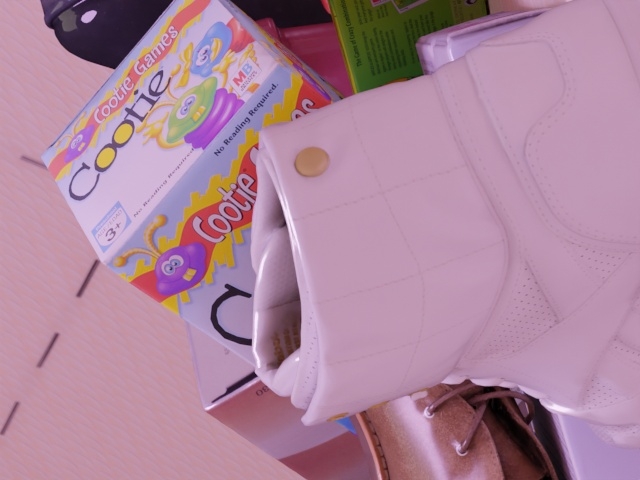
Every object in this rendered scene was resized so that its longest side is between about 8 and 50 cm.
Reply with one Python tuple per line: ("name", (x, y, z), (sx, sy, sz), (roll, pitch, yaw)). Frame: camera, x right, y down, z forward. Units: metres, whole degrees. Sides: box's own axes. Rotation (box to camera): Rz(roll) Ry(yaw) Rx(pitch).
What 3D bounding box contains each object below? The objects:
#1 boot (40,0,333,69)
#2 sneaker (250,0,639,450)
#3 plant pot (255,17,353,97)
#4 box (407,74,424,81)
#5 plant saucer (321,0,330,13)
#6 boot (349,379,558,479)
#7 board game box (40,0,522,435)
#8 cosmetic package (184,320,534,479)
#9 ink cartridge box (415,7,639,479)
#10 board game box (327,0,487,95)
("boot", (-0.023, -0.033, 1.553), (0.146, 0.367, 0.445), (-31, 69, 57))
("sneaker", (0.057, 0.018, 0.661), (0.292, 0.169, 0.108), (68, -178, -60))
("plant pot", (0.029, -0.087, 1.368), (0.201, 0.180, 0.201), (-17, -90, -90))
("box", (0.089, -0.074, 1.058), (0.083, 0.062, 0.052), (-100, -6, -78))
("plant saucer", (-0.026, -0.286, 1.173), (0.259, 0.048, 0.258), (-112, 1, -46))
("boot", (0.070, 0.074, 0.896), (0.115, 0.112, 0.305), (3, 109, 58))
("board game box", (0.000, 0.000, 1.035), (0.275, 0.144, 0.142), (37, -172, -34))
("cosmetic package", (0.051, 0.108, 1.317), (0.296, 0.153, 0.129), (38, -154, -40))
("ink cartridge box", (0.123, 0.039, 0.895), (0.186, 0.065, 0.311), (-99, -6, -83))
("board game box", (0.053, -0.142, 1.098), (0.181, 0.092, 0.043), (71, -177, -58))
